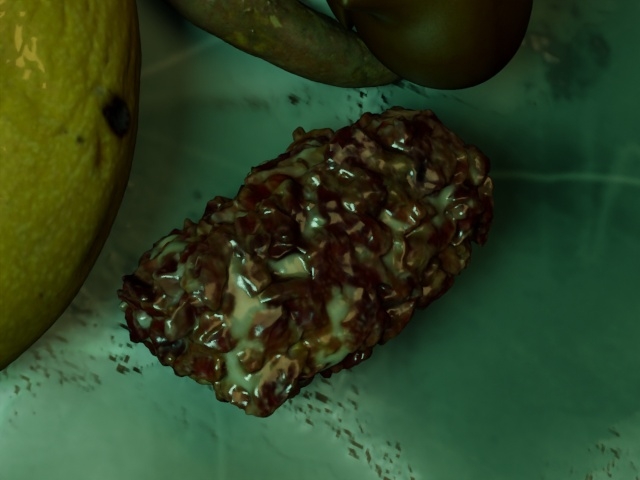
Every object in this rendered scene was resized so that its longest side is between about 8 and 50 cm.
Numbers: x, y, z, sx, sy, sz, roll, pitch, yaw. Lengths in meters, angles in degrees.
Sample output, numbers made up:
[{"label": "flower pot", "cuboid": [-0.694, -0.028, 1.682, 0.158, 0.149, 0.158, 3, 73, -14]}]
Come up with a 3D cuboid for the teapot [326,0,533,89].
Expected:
[{"label": "teapot", "cuboid": [0.046, -0.179, 0.707, 0.135, 0.178, 0.252, 3, 31, 3]}]

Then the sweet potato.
[{"label": "sweet potato", "cuboid": [-0.064, -0.154, 0.721, 0.255, 0.058, 0.078, 40, 46, -5]}]

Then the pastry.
[{"label": "pastry", "cuboid": [0.001, 0.002, 0.664, 0.208, 0.097, 0.115, -33, 93, -26]}]

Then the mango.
[{"label": "mango", "cuboid": [-0.177, -0.046, 0.613, 0.177, 0.120, 0.294, 21, 67, -18]}]
